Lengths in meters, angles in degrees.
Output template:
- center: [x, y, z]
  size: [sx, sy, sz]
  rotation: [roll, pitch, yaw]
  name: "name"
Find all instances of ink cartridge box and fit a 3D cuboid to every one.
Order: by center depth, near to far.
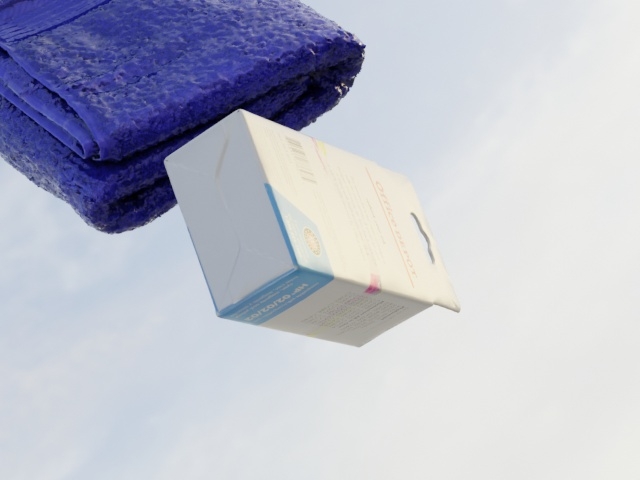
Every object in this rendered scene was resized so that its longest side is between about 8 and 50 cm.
- center: [0.000, 0.000, 0.953]
  size: [0.061, 0.104, 0.181]
  rotation: [-32, -26, 25]
  name: "ink cartridge box"

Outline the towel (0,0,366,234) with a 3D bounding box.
- center: [-0.144, -0.140, 1.103]
  size: [0.227, 0.308, 0.076]
  rotation: [-34, -44, -22]
  name: "towel"
